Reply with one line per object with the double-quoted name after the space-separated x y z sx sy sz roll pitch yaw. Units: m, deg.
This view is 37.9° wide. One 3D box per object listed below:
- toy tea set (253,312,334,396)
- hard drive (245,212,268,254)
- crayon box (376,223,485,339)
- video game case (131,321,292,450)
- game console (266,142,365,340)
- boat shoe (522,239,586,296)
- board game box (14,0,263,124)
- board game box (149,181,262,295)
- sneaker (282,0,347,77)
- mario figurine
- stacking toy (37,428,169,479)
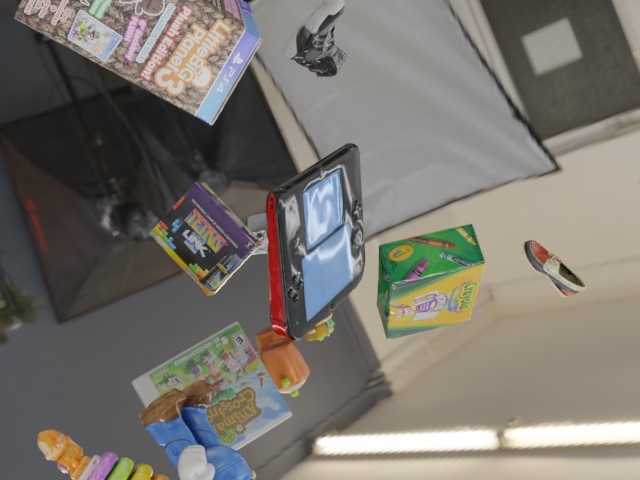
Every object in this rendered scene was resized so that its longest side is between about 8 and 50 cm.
-0.062 0.253 2.103 0.200 0.124 0.336 -12 -166 40 "toy tea set"
-0.069 -0.025 2.266 0.254 0.054 0.172 -7 160 -17 "hard drive"
0.190 0.079 1.663 0.165 0.081 0.278 -13 155 -3 "crayon box"
-0.186 0.274 1.613 0.212 0.193 0.023 -29 172 -18 "video game case"
0.000 0.000 2.016 0.060 0.342 0.386 11 -154 24 "game console"
0.412 0.046 1.649 0.043 0.137 0.049 -28 -158 50 "boat shoe"
-0.247 -0.321 1.303 0.141 0.291 0.232 -56 -160 17 "board game box"
-0.219 -0.004 1.781 0.141 0.170 0.048 -47 171 13 "board game box"
0.021 -0.525 2.441 0.268 0.153 0.101 -33 -157 54 "sneaker"
-0.110 0.341 1.325 0.198 0.321 0.170 -26 167 -35 "mario figurine"
-0.345 0.411 1.541 0.166 0.302 0.175 -56 -172 -27 "stacking toy"
